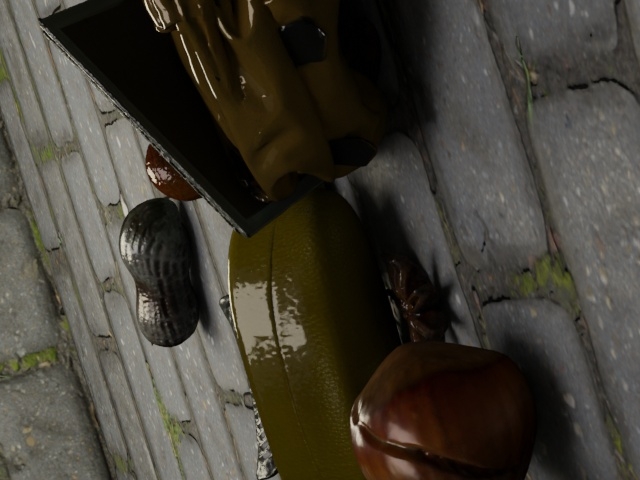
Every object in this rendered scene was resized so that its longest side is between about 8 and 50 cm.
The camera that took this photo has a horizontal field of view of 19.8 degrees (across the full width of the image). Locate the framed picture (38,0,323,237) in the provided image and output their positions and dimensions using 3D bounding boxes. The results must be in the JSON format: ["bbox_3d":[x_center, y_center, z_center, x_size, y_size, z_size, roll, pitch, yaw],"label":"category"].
[{"bbox_3d":[-0.130,-0.137,1.845,0.293,0.231,0.018,46,119,3],"label":"framed picture"}]

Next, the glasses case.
[{"bbox_3d":[0.015,0.130,1.933,0.141,0.173,0.371,-5,113,28],"label":"glasses case"}]

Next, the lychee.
[{"bbox_3d":[-0.183,-0.108,2.383,0.140,0.101,0.114,36,-165,-50],"label":"lychee"}]

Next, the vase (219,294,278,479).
[{"bbox_3d":[-0.062,0.177,2.338,0.115,0.115,0.237,144,110,-71],"label":"vase"}]

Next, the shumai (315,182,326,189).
[{"bbox_3d":[-0.011,0.006,2.048,0.105,0.139,0.123,36,-176,11],"label":"shumai"}]

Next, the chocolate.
[{"bbox_3d":[-0.237,0.052,2.720,0.110,0.110,0.248,-139,35,-58],"label":"chocolate"}]

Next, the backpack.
[{"bbox_3d":[-0.063,-0.239,1.753,0.353,0.201,0.378,69,178,-51],"label":"backpack"}]

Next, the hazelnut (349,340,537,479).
[{"bbox_3d":[0.109,0.181,1.679,0.182,0.182,0.182,162,90,-72],"label":"hazelnut"}]

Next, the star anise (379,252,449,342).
[{"bbox_3d":[0.099,0.070,1.838,0.141,0.042,0.141,161,90,-84],"label":"star anise"}]
